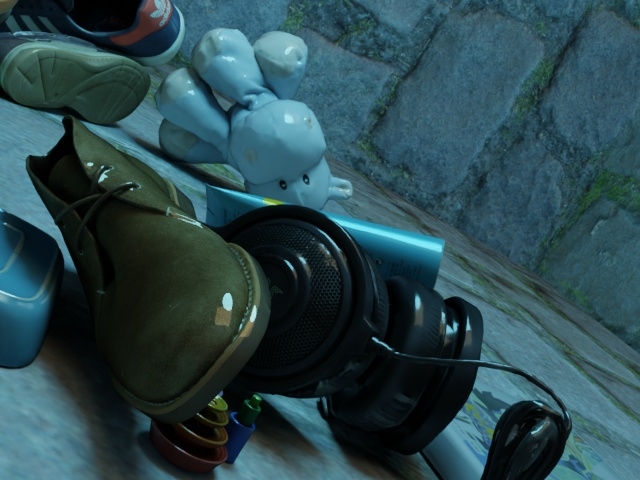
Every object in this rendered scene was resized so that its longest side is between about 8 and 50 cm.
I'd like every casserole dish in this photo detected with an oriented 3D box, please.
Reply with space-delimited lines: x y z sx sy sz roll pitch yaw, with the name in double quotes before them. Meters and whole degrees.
"casserole dish" -0.208 0.013 0.584 0.114 0.037 0.188 29 10 -14

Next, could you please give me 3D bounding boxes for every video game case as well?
"video game case" 0.203 0.214 0.876 0.300 0.036 0.329 27 10 -28

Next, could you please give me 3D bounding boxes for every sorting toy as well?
"sorting toy" -0.066 0.099 0.572 0.061 0.042 0.102 30 9 -12

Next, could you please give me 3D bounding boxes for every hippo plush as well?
"hippo plush" -0.095 -0.117 1.313 0.236 0.234 0.294 -111 -172 -47

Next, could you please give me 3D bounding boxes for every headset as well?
"headset" 0.011 0.094 0.706 0.243 0.185 0.394 30 -7 -37

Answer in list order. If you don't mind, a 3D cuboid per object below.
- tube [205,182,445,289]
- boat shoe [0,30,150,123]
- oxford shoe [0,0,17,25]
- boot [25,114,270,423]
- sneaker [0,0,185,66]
"tube" 0.000 0.000 0.829 0.207 0.052 0.080 14 -35 2
"boat shoe" -0.321 -0.217 1.242 0.092 0.103 0.285 40 17 16
"oxford shoe" -0.518 -0.296 1.050 0.364 0.133 0.130 15 60 -27
"boot" -0.123 0.005 0.589 0.115 0.112 0.305 47 -2 -29
"sneaker" -0.358 -0.329 1.285 0.350 0.131 0.148 8 -14 6
